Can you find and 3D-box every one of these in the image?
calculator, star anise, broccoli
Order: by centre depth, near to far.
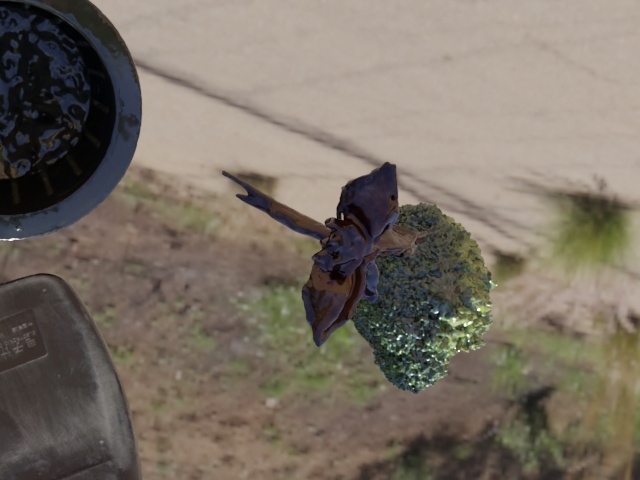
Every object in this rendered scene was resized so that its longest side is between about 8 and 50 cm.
[{"bbox_3d":[0.001,-0.008,1.118,0.144,0.158,0.140,29,157,32],"label":"star anise"},{"bbox_3d":[-0.268,0.152,1.149,0.177,0.268,0.040,-22,159,-8],"label":"calculator"},{"bbox_3d":[0.124,0.063,1.594,0.198,0.226,0.176,-33,106,24],"label":"broccoli"}]

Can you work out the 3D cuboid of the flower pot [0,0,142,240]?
[{"bbox_3d":[-0.379,-0.180,1.496,0.293,0.294,0.330,15,-171,-19],"label":"flower pot"}]
